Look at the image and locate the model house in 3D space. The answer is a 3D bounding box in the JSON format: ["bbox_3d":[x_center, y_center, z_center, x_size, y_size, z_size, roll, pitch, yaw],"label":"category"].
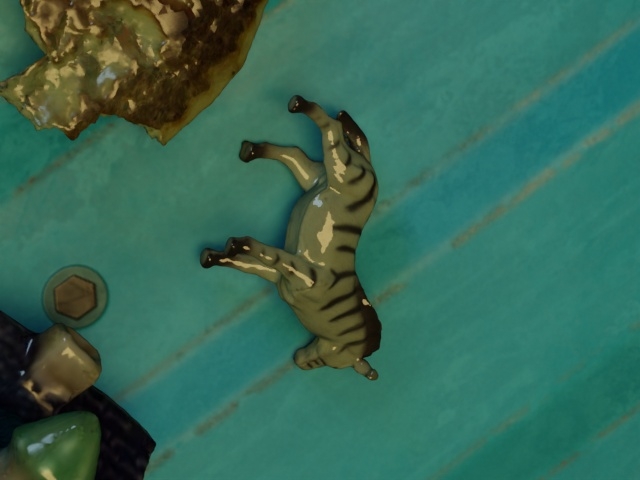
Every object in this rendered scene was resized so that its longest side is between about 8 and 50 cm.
[{"bbox_3d":[-0.248,0.203,1.281,0.243,0.298,0.284,38,89,-21],"label":"model house"}]

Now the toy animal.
[{"bbox_3d":[0.002,0.002,1.435,0.176,0.073,0.216,20,91,-26],"label":"toy animal"}]

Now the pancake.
[{"bbox_3d":[-0.146,-0.284,1.310,0.305,0.067,0.426,-20,111,-20],"label":"pancake"}]
